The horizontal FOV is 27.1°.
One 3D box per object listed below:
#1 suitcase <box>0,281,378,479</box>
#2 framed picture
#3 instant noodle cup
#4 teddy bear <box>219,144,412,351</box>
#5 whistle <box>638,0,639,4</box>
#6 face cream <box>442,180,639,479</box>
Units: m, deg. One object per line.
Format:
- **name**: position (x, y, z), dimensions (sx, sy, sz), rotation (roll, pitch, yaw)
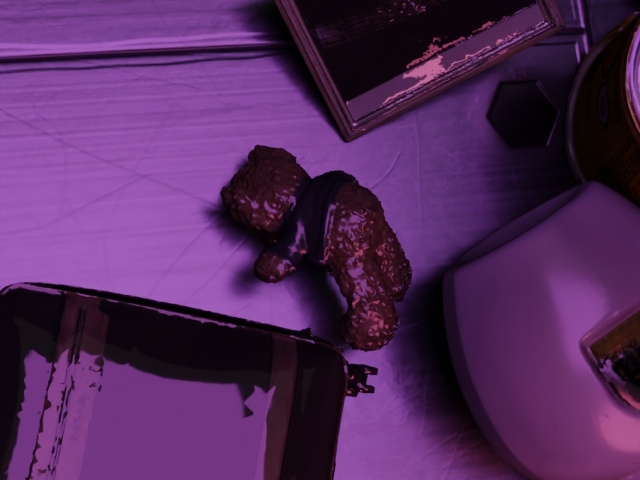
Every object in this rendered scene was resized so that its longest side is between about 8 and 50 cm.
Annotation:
- **suitcase**: position (-0.166, 0.209, 1.353), dimensions (0.434, 0.194, 0.283), rotation (12, 78, -12)
- **framed picture**: position (0.109, -0.272, 1.508), dimensions (0.293, 0.018, 0.231), rotation (-28, 112, 3)
- **instant noodle cup**: position (0.448, -0.152, 1.505), dimensions (0.326, 0.254, 0.325), rotation (-1, 83, 6)
- **teddy bear**: position (0.012, -0.011, 1.471), dimensions (0.251, 0.129, 0.182), rotation (38, 37, -3)
- **whistle**: position (0.506, -0.416, 1.714), dimensions (0.062, 0.062, 0.304), rotation (39, 74, -7)
- **face cream**: position (0.311, 0.136, 1.483), dimensions (0.312, 0.219, 0.357), rotation (-32, 94, -20)
